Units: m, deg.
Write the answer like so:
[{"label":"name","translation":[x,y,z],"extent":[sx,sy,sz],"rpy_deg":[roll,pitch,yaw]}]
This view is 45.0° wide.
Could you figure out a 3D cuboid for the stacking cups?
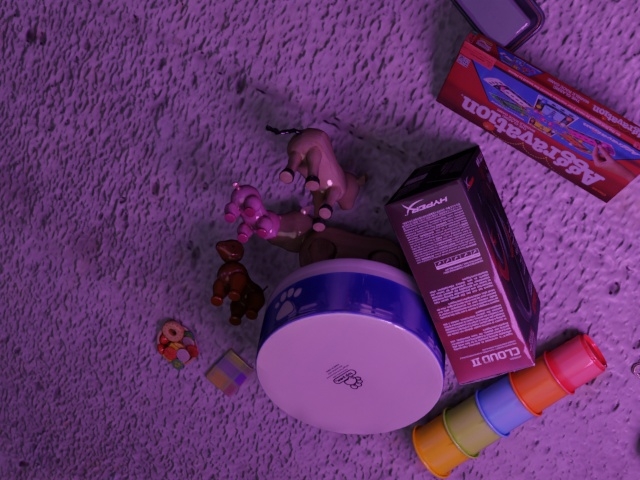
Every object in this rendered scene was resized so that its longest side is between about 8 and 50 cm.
[{"label":"stacking cups","translation":[0.285,0.251,1.182],"extent":[0.316,0.096,0.096],"rpy_deg":[-40,93,25]}]

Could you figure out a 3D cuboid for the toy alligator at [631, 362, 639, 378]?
[{"label":"toy alligator","translation":[0.545,0.189,1.101],"extent":[0.189,0.051,0.056],"rpy_deg":[-10,104,21]}]

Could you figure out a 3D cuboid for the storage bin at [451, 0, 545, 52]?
[{"label":"storage bin","translation":[0.230,-0.313,1.014],"extent":[0.098,0.091,0.135],"rpy_deg":[-39,94,25]}]

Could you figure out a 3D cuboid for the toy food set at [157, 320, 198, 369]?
[{"label":"toy food set","translation":[-0.255,0.187,1.378],"extent":[0.082,0.020,0.083],"rpy_deg":[38,115,3]}]

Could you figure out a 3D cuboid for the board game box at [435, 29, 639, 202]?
[{"label":"board game box","translation":[0.296,-0.160,1.030],"extent":[0.281,0.027,0.145],"rpy_deg":[32,159,6]}]

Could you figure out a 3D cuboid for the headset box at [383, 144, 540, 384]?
[{"label":"headset box","translation":[0.211,0.039,1.069],"extent":[0.110,0.218,0.293],"rpy_deg":[-20,100,23]}]

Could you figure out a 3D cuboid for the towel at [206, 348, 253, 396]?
[{"label":"towel","translation":[-0.161,0.236,1.370],"extent":[0.060,0.009,0.083],"rpy_deg":[41,114,2]}]

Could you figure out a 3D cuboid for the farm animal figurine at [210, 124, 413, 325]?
[{"label":"farm animal figurine","translation":[0.000,0.000,1.154],"extent":[0.326,0.172,0.330],"rpy_deg":[28,130,-13]}]

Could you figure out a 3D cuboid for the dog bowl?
[{"label":"dog bowl","translation":[0.044,0.155,1.092],"extent":[0.264,0.104,0.265],"rpy_deg":[5,132,5]}]
